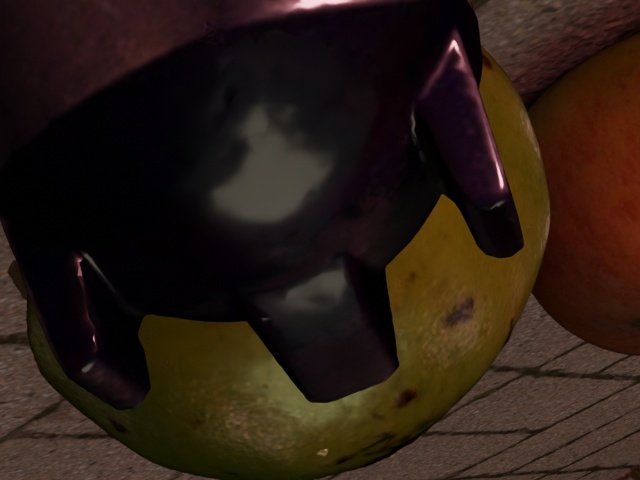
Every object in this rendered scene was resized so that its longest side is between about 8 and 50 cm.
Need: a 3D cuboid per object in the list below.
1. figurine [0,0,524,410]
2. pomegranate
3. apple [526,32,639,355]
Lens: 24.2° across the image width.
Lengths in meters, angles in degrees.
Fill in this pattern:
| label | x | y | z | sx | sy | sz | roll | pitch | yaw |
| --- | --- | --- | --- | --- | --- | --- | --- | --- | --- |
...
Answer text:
| label | x | y | z | sx | sy | sz | roll | pitch | yaw |
| --- | --- | --- | --- | --- | --- | --- | --- | --- | --- |
| figurine | -0.050 | -0.098 | 0.402 | 0.308 | 0.308 | 0.143 | -34 | 152 | 31 |
| pomegranate | -0.021 | -0.024 | 0.687 | 0.260 | 0.260 | 0.340 | -19 | 157 | -7 |
| apple | 0.244 | -0.036 | 0.970 | 0.261 | 0.194 | 0.261 | -16 | 159 | -7 |
